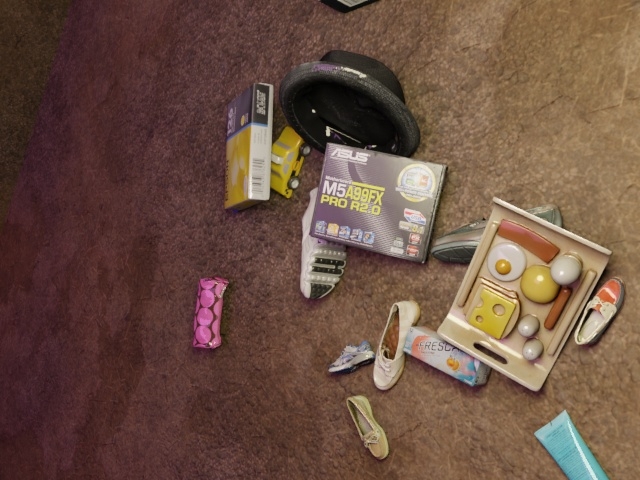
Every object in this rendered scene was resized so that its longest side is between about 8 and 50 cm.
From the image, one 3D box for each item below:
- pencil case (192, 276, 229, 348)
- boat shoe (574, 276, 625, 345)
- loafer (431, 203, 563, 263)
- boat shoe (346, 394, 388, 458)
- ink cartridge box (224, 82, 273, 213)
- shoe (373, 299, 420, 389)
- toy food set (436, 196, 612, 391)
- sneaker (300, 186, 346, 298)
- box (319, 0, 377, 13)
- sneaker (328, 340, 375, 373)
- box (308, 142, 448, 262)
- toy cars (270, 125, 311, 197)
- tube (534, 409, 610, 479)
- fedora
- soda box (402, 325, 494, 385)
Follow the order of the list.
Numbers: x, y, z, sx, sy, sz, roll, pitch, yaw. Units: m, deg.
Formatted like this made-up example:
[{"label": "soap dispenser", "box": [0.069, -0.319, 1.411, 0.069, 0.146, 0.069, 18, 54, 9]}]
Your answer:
[{"label": "pencil case", "box": [-0.317, 0.211, 1.866, 0.098, 0.095, 0.210, 6, 92, 28]}, {"label": "boat shoe", "box": [0.496, 0.127, 1.142, 0.049, 0.043, 0.137, 37, 109, 41]}, {"label": "loafer", "box": [0.349, -0.012, 1.275, 0.267, 0.096, 0.084, -9, 60, 35]}, {"label": "boat shoe", "box": [0.105, 0.430, 1.474, 0.056, 0.048, 0.153, -39, 61, 34]}, {"label": "ink cartridge box", "box": [-0.214, -0.240, 1.752, 0.307, 0.072, 0.304, -10, 78, 62]}, {"label": "shoe", "box": [0.158, 0.234, 1.437, 0.076, 0.058, 0.219, 26, 104, 41]}, {"label": "toy food set", "box": [0.360, 0.099, 1.172, 0.219, 0.092, 0.306, 28, 116, 22]}, {"label": "sneaker", "box": [0.000, 0.000, 1.586, 0.118, 0.110, 0.292, 7, 83, 51]}, {"label": "box", "box": [0.083, -0.686, 1.560, 0.153, 0.108, 0.207, -5, 83, 43]}, {"label": "sneaker", "box": [0.072, 0.278, 1.527, 0.135, 0.052, 0.058, -29, 57, 30]}, {"label": "box", "box": [0.126, -0.085, 1.417, 0.269, 0.060, 0.217, 14, 97, 15]}, {"label": "toy cars", "box": [-0.030, -0.258, 1.639, 0.393, 0.087, 0.177, -32, 66, 36]}, {"label": "tube", "box": [0.469, 0.413, 1.141, 0.080, 0.052, 0.207, -48, 51, 24]}, {"label": "fedora", "box": [0.078, -0.311, 1.437, 0.334, 0.334, 0.153, -8, 50, 42]}, {"label": "soda box", "box": [0.263, 0.237, 1.335, 0.183, 0.063, 0.058, 21, 101, 42]}]
